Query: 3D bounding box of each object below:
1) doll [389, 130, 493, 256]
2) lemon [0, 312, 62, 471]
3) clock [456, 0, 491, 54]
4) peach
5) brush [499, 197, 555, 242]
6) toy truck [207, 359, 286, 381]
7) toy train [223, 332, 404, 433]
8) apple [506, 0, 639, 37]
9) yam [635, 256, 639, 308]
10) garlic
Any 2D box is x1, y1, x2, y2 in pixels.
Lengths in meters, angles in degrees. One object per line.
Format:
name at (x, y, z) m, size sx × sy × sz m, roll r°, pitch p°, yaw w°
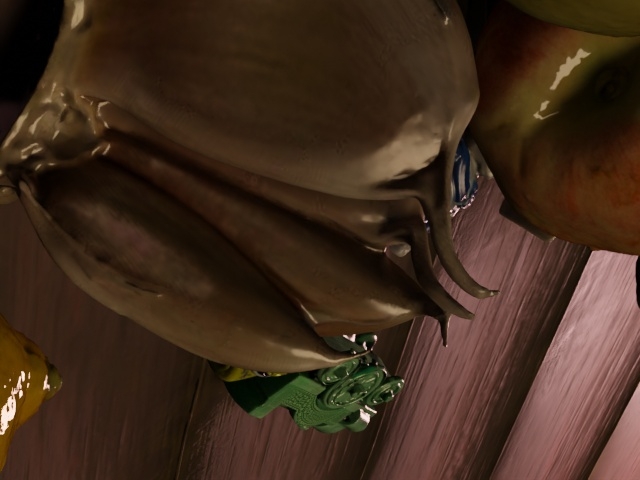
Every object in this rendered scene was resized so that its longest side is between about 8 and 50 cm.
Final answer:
doll at (0.081, -0.038, 1.272) m, size 0.227 × 0.057 × 0.114 m, roll -38°, pitch 149°, yaw -5°
lemon at (-0.257, 0.105, 0.889) m, size 0.244 × 0.187 × 0.187 m, roll -26°, pitch 149°, yaw -28°
clock at (0.022, -0.111, 1.098) m, size 0.215 × 0.042 × 0.215 m, roll -32°, pitch 152°, yaw -20°
peach at (0.216, -0.097, 1.120) m, size 0.232 × 0.232 × 0.257 m, roll -51°, pitch 161°, yaw 16°
brush at (0.241, -0.145, 1.265) m, size 0.321 × 0.060 × 0.050 m, roll -55°, pitch 140°, yaw 0°
toy truck at (-0.060, 0.056, 1.212) m, size 0.077 × 0.076 × 0.111 m, roll -14°, pitch 146°, yaw -10°
toy train at (0.001, 0.114, 1.373) m, size 0.105 × 0.071 × 0.178 m, roll -38°, pitch 153°, yaw 9°
apple at (0.161, -0.248, 0.854) m, size 0.292 × 0.292 × 0.254 m, roll -22°, pitch 155°, yaw -35°
yam at (0.426, -0.013, 1.616) m, size 0.201 × 0.202 × 0.271 m, roll 2°, pitch 141°, yaw -19°
garlic at (-0.036, -0.060, 0.891) m, size 0.210 × 0.292 × 0.237 m, roll 107°, pitch -2°, yaw -60°
